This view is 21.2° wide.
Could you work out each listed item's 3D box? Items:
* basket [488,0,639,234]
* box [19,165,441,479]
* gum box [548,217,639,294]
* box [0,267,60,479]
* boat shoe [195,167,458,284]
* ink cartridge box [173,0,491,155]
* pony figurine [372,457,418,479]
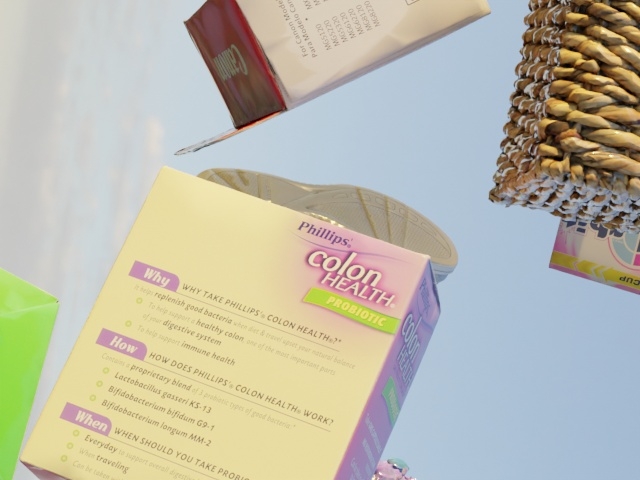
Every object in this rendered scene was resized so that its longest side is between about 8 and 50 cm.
[{"bbox_3d":[0.267,-0.122,1.323,0.299,0.213,0.223,119,-17,-86],"label":"basket"},{"bbox_3d":[-0.058,0.102,1.233,0.117,0.213,0.243,69,43,-66],"label":"box"},{"bbox_3d":[0.344,0.002,1.781,0.188,0.062,0.107,18,-82,32],"label":"gum box"},{"bbox_3d":[-0.377,0.182,1.643,0.231,0.127,0.262,-42,-153,35],"label":"box"},{"bbox_3d":[-0.001,0.001,1.978,0.118,0.320,0.103,-95,-161,-54],"label":"boat shoe"},{"bbox_3d":[-0.025,-0.192,1.585,0.130,0.272,0.309,64,-11,-5],"label":"ink cartridge box"},{"bbox_3d":[-0.034,0.221,1.686,0.303,0.351,0.363,-35,-166,3],"label":"pony figurine"}]
